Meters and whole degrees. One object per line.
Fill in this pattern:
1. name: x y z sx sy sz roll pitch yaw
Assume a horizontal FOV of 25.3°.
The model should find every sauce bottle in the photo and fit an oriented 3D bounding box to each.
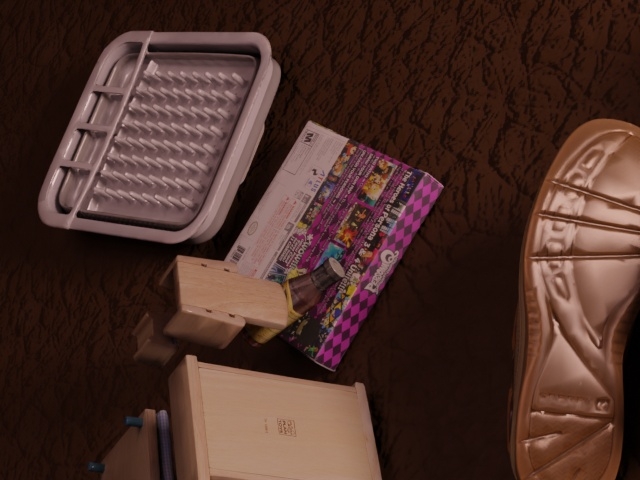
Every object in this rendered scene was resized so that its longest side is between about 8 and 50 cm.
1. sauce bottle: -0.031 0.063 1.498 0.128 0.042 0.042 -38 46 18

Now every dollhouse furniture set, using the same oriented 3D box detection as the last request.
1. dollhouse furniture set: -0.110 0.229 1.483 0.303 0.198 0.286 -50 38 41

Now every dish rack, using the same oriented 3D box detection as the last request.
1. dish rack: -0.195 -0.123 1.794 0.332 0.072 0.286 8 70 44

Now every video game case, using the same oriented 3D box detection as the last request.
1. video game case: 0.000 0.000 1.566 0.210 0.042 0.232 28 86 47

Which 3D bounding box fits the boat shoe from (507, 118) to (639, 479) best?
1. boat shoe: 0.223 0.065 1.264 0.123 0.123 0.342 121 157 -81
